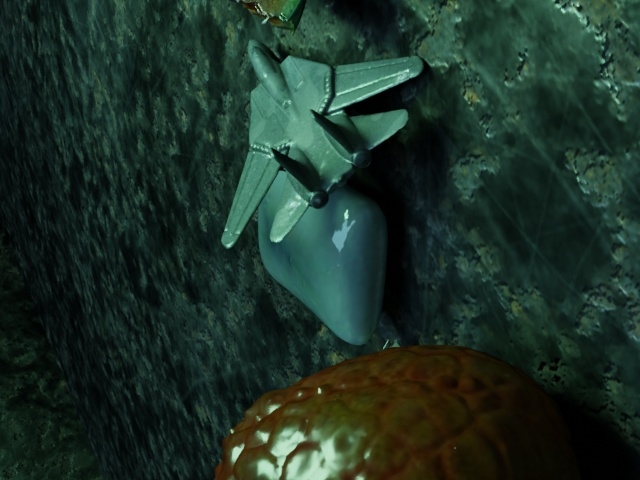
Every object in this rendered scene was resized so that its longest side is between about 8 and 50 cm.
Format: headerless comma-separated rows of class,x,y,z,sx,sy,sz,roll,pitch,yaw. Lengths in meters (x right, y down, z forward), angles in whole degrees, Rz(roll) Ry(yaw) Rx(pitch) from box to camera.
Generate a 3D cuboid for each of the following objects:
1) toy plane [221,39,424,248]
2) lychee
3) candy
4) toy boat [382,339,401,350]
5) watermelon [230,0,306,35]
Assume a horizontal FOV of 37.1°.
toy plane,-0.019,-0.112,0.830,0.088,0.212,0.267,41,-168,-29
lychee,0.073,0.193,0.660,0.255,0.300,0.255,-167,90,-87
candy,0.000,0.000,0.869,0.174,0.071,0.138,37,132,51
toy boat,0.091,0.187,0.810,0.210,0.066,0.084,59,-175,12
watermelon,-0.038,-0.288,0.776,0.231,0.128,0.146,50,119,18
